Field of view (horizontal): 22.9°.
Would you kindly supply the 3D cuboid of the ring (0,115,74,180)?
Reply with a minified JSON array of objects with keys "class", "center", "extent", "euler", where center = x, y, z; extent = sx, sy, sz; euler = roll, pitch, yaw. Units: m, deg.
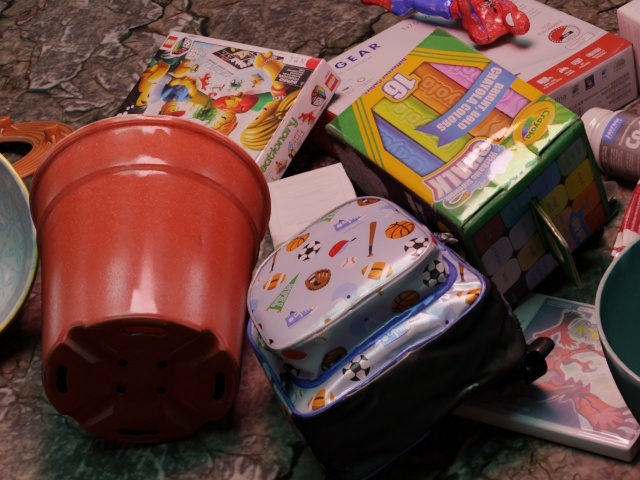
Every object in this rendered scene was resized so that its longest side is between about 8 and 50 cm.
[{"class":"ring","center":[-0.492,-0.104,2.107],"extent":[0.337,0.032,0.336],"euler":[-12,20,4]}]

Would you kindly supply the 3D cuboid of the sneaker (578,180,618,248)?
[{"class":"sneaker","center":[0.258,-0.026,1.784],"extent":[0.170,0.051,0.089],"euler":[-7,36,3]}]

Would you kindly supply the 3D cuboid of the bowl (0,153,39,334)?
[{"class":"bowl","center":[-0.463,0.015,1.875],"extent":[0.289,0.156,0.289],"euler":[0,81,2]}]

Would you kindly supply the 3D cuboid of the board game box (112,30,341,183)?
[{"class":"board game box","center":[-0.136,-0.164,2.034],"extent":[0.305,0.053,0.193],"euler":[16,69,44]}]

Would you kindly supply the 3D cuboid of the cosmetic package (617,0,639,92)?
[{"class":"cosmetic package","center":[0.460,-0.209,1.897],"extent":[0.085,0.117,0.231],"euler":[-28,38,-16]}]

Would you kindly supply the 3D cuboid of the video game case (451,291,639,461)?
[{"class":"video game case","center":[0.257,0.131,1.591],"extent":[0.201,0.023,0.183],"euler":[12,44,33]}]

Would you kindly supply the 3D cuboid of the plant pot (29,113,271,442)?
[{"class":"plant pot","center":[-0.187,0.054,1.680],"extent":[0.272,0.272,0.265],"euler":[-10,44,7]}]

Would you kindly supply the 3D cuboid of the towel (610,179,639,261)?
[{"class":"towel","center":[0.453,-0.036,1.669],"extent":[0.237,0.037,0.329],"euler":[24,46,8]}]

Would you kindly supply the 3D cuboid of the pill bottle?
[{"class":"pill bottle","center":[0.367,-0.107,1.826],"extent":[0.137,0.078,0.078],"euler":[22,50,41]}]

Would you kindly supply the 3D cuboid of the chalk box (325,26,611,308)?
[{"class":"chalk box","center":[0.179,-0.058,1.664],"extent":[0.179,0.180,0.289],"euler":[-42,53,-11]}]

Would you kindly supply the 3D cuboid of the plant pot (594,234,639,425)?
[{"class":"plant pot","center":[0.401,0.122,1.402],"extent":[0.290,0.195,0.290],"euler":[-10,36,8]}]

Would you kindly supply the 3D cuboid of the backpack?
[{"class":"backpack","center":[0.044,0.085,1.575],"extent":[0.276,0.213,0.263],"euler":[-31,21,-6]}]

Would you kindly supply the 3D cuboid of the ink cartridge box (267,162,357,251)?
[{"class":"ink cartridge box","center":[0.000,0.000,1.830],"extent":[0.109,0.062,0.209],"euler":[-15,36,0]}]

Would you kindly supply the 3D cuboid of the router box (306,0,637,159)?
[{"class":"router box","center":[0.176,-0.190,2.004],"extent":[0.335,0.082,0.301],"euler":[-31,39,-21]}]

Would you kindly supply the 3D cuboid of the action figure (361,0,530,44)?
[{"class":"action figure","center":[0.158,-0.336,2.027],"extent":[0.091,0.139,0.280],"euler":[-37,43,-25]}]
